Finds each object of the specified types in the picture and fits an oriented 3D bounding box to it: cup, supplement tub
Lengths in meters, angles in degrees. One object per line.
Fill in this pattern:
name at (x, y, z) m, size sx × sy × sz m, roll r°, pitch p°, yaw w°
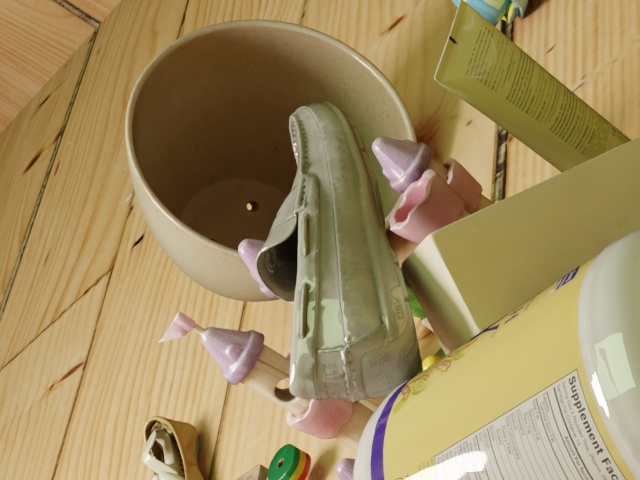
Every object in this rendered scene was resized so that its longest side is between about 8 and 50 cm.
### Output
cup at (-0.074, -0.059, 1.821) m, size 0.237 × 0.331 × 0.331 m, roll 111°, pitch 176°, yaw -57°
supplement tub at (0.206, 0.137, 1.030) m, size 0.331 × 0.241 × 0.241 m, roll -39°, pitch 29°, yaw 38°

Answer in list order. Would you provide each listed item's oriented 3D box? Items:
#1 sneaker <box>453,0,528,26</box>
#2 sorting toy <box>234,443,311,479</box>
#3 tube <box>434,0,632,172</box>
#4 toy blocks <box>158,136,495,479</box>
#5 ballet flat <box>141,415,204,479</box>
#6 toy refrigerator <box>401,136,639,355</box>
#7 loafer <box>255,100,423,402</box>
sneaker at (0.245, -0.348, 1.728) m, size 0.208 × 0.127 × 0.319 m, roll -65°, pitch 14°, yaw -22°
sorting toy at (-0.101, 0.331, 1.657) m, size 0.274 × 0.046 × 0.132 m, roll -38°, pitch 30°, yaw 36°
tube at (0.198, -0.111, 1.363) m, size 0.062 × 0.240 × 0.070 m, roll -50°, pitch 25°, yaw 13°
toy blocks at (0.042, 0.063, 1.388) m, size 0.288 × 0.260 × 0.309 m, roll -51°, pitch 15°, yaw 15°
ballet flat at (-0.180, 0.289, 1.840) m, size 0.080 × 0.073 × 0.232 m, roll -52°, pitch 24°, yaw 15°
toy refrigerator at (0.205, -0.013, 1.202) m, size 0.269 × 0.094 × 0.102 m, roll -25°, pitch -9°, yaw -14°
loafer at (0.000, 0.000, 1.251) m, size 0.111 × 0.112 × 0.319 m, roll -12°, pitch 40°, yaw 0°
